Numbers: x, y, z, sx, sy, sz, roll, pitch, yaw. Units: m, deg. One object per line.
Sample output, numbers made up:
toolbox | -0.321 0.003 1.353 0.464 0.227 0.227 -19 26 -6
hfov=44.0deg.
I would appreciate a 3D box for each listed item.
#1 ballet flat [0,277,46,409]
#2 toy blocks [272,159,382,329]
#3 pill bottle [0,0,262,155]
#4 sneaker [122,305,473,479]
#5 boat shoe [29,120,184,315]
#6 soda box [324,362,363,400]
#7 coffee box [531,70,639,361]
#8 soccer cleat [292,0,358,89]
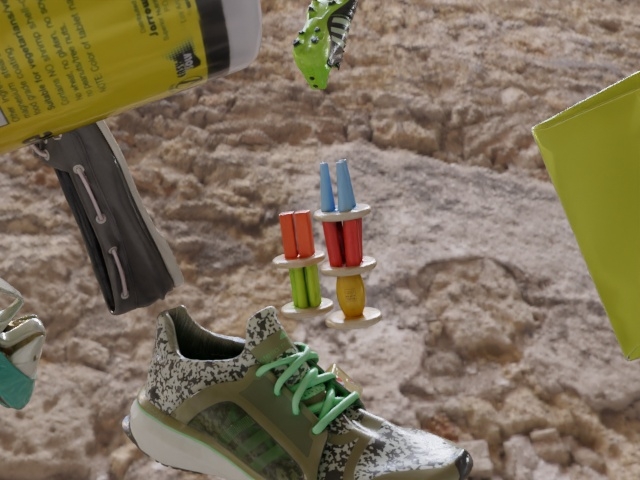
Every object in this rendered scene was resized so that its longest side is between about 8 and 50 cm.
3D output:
ballet flat | -0.340 0.096 0.828 0.087 0.083 0.247 -26 -41 -7
toy blocks | 0.000 0.000 0.736 0.054 0.123 0.148 -16 -76 -38
pill bottle | -0.221 -0.149 0.502 0.333 0.188 0.188 -22 -55 -11
sneaker | -0.041 0.167 0.836 0.410 0.158 0.182 8 -73 26
boat shoe | -0.260 -0.056 0.879 0.095 0.112 0.335 -33 -59 -18
soda box | -0.025 0.253 1.089 0.058 0.061 0.181 44 -71 -7
coffee box | 0.545 -0.059 1.064 0.338 0.338 0.334 -28 -18 32
soccer cleat | 0.009 -0.263 1.014 0.060 0.179 0.072 2 -44 25
